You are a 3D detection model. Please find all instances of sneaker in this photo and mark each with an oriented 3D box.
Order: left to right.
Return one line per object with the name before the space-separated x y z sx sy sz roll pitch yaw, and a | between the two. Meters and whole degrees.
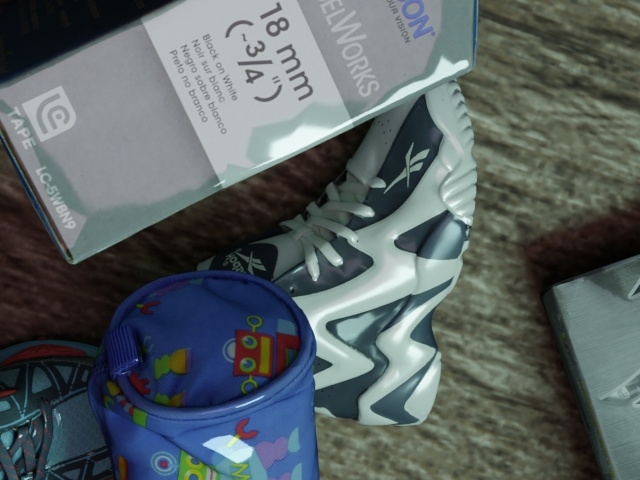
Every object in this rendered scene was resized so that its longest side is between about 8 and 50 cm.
sneaker | -0.216 0.133 1.147 0.262 0.125 0.104 -9 108 -7
sneaker | 0.000 0.000 1.161 0.153 0.094 0.235 1 116 -19

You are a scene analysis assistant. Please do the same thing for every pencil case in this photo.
pencil case | -0.066 0.166 1.143 0.133 0.119 0.306 -9 127 -12

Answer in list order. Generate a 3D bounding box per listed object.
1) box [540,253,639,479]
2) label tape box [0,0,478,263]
box | 0.260 0.110 1.212 0.183 0.056 0.231 -17 82 -5
label tape box | -0.013 -0.132 1.044 0.334 0.240 0.106 -26 108 -1
